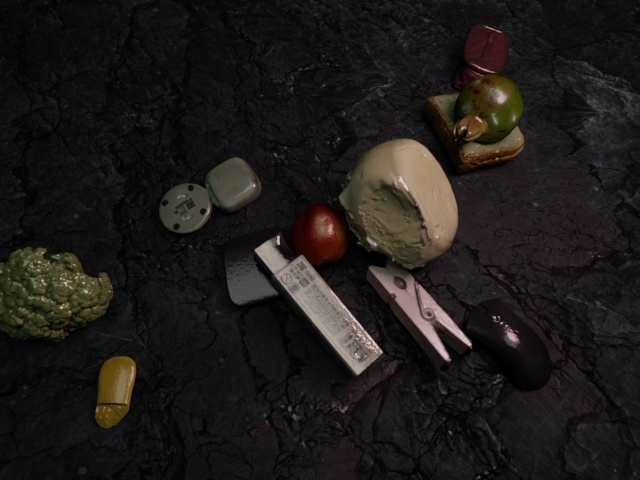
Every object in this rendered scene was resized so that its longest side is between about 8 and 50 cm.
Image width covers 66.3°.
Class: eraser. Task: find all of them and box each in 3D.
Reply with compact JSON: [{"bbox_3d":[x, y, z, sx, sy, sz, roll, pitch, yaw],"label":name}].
[{"bbox_3d":[-0.015,0.165,1.255,0.098,0.096,0.404,-36,76,-19],"label":"eraser"}]

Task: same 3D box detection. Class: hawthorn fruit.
[{"bbox_3d":[0.000,0.000,1.332,0.169,0.169,0.187,3,69,0],"label":"hawthorn fruit"}]

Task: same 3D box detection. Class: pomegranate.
[{"bbox_3d":[0.474,-0.393,1.434,0.241,0.159,0.189,-18,63,-8],"label":"pomegranate"}]

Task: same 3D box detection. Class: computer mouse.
[{"bbox_3d":[0.492,0.254,1.262,0.147,0.088,0.264,-39,68,-21],"label":"computer mouse"}]

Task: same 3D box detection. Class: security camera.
[{"bbox_3d":[-0.321,-0.123,1.429,0.302,0.080,0.157,-30,70,-5],"label":"security camera"}]

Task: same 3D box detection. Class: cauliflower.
[{"bbox_3d":[-0.696,0.121,1.245,0.272,0.275,0.250,-37,27,13],"label":"cauliflower"}]

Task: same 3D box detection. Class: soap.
[{"bbox_3d":[-0.500,0.368,1.199,0.089,0.033,0.168,-5,65,-1],"label":"soap"}]

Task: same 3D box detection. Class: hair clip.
[{"bbox_3d":[0.250,0.185,1.286,0.101,0.085,0.330,-31,62,-18],"label":"hair clip"}]

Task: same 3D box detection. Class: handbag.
[{"bbox_3d":[0.545,-0.613,1.663,0.147,0.135,0.224,21,63,3],"label":"handbag"}]

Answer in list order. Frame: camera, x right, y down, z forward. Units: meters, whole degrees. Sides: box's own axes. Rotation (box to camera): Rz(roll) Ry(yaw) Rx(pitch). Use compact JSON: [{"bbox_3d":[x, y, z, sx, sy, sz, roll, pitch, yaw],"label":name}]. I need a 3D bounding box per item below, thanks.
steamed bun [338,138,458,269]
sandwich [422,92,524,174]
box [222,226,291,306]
[{"bbox_3d":[0.211,-0.100,1.328,0.312,0.233,0.333,-31,99,-54],"label":"steamed bun"},{"bbox_3d":[0.493,-0.353,1.555,0.249,0.095,0.273,-14,64,-12],"label":"sandwich"},{"bbox_3d":[-0.166,0.072,1.352,0.201,0.042,0.212,-13,66,-8],"label":"box"}]
